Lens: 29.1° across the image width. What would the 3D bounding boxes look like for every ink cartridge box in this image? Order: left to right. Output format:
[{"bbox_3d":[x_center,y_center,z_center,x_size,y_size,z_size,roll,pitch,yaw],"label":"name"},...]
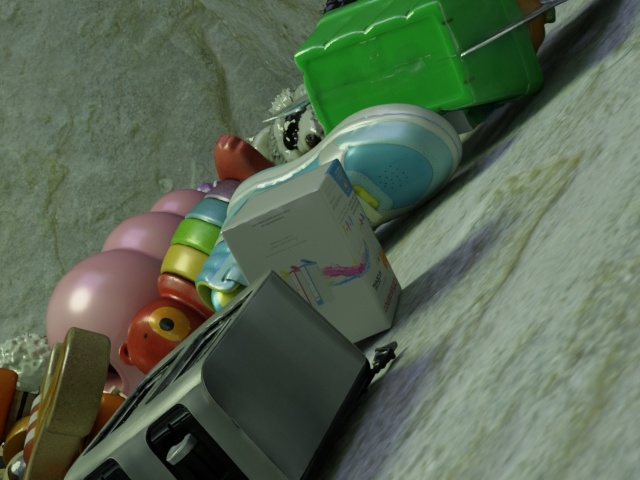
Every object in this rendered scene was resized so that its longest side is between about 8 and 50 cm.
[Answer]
[{"bbox_3d":[0.000,0.025,0.986,0.090,0.143,0.092,-24,13,17],"label":"ink cartridge box"}]

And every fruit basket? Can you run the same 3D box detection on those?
[{"bbox_3d":[0.152,-0.210,1.349,0.327,0.165,0.353,-14,7,36],"label":"fruit basket"}]

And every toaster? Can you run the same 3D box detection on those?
[{"bbox_3d":[-0.063,0.124,0.834,0.168,0.110,0.186,-39,9,34],"label":"toaster"}]

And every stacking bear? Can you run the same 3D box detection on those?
[{"bbox_3d":[-0.127,0.047,1.497,0.289,0.175,0.164,-56,-8,-18],"label":"stacking bear"}]

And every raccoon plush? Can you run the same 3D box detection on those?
[{"bbox_3d":[0.087,-0.208,1.880,0.299,0.216,0.446,-53,-20,23],"label":"raccoon plush"}]

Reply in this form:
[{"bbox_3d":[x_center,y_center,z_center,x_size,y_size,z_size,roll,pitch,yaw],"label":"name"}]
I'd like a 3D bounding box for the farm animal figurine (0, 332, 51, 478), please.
[{"bbox_3d":[-0.472,0.314,1.670,0.326,0.330,0.172,-14,11,10],"label":"farm animal figurine"}]

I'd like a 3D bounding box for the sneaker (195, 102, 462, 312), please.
[{"bbox_3d":[0.000,0.000,1.227,0.319,0.127,0.208,-28,29,44],"label":"sneaker"}]

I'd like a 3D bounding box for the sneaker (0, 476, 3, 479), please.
[{"bbox_3d":[-0.329,0.292,1.335,0.106,0.101,0.267,-23,9,43],"label":"sneaker"}]

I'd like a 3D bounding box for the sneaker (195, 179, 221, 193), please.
[{"bbox_3d":[-0.148,-0.004,1.868,0.102,0.161,0.282,-41,9,16],"label":"sneaker"}]

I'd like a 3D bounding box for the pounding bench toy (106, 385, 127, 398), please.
[{"bbox_3d":[-0.215,0.219,1.413,0.052,0.083,0.065,-49,39,-14],"label":"pounding bench toy"}]

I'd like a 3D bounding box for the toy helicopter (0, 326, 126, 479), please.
[{"bbox_3d":[-0.235,0.186,1.050,0.355,0.140,0.235,124,158,-56],"label":"toy helicopter"}]

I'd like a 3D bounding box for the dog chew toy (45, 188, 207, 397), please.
[{"bbox_3d":[-0.224,0.057,1.665,0.206,0.206,0.332,-36,18,49],"label":"dog chew toy"}]
